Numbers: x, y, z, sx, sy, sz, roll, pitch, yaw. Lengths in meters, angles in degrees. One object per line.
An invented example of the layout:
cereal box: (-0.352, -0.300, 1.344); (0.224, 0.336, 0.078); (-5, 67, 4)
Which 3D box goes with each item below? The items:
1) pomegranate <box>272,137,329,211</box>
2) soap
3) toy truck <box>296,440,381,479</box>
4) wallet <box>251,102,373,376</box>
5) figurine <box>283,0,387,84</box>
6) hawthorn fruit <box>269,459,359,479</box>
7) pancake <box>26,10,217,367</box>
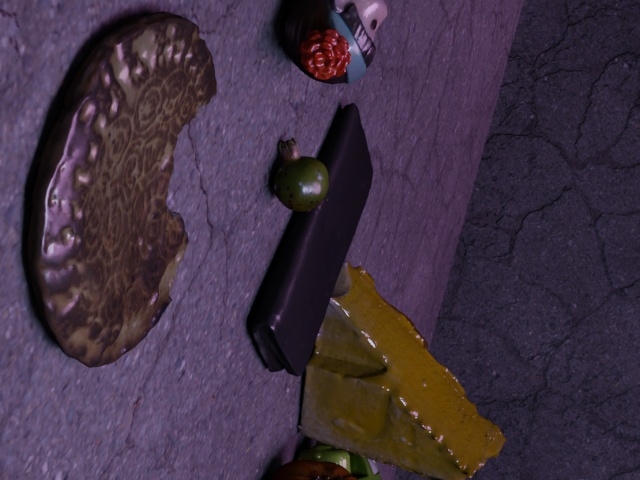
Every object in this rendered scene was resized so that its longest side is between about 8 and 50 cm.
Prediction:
pomegranate: (-0.029, -0.075, 1.133); (0.084, 0.073, 0.073); (45, 54, -31)
soap: (0.153, 0.222, 1.535); (0.169, 0.338, 0.304); (-56, 157, -54)
toy truck: (0.023, 0.410, 1.658); (0.187, 0.148, 0.211); (-31, 114, -63)
wallet: (0.000, 0.000, 1.325); (0.197, 0.051, 0.378); (72, 36, -59)
figurine: (0.023, -0.292, 1.032); (0.138, 0.110, 0.246); (11, 89, -73)
hawthorn fruit: (-0.016, 0.459, 1.469); (0.196, 0.196, 0.225); (-43, 154, -63)
pancake: (-0.154, -0.043, 0.782); (0.288, 0.033, 0.286); (87, 22, -50)
